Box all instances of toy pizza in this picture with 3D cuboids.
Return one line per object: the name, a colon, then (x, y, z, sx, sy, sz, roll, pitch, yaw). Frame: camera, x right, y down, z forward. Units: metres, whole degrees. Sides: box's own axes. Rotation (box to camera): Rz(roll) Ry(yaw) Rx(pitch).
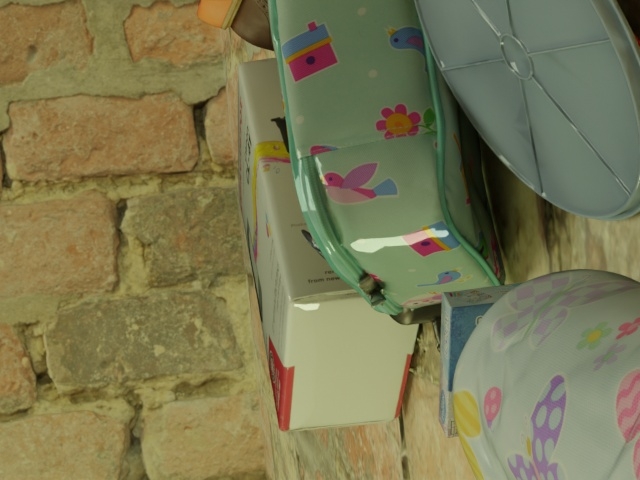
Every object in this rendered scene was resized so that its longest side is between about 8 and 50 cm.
toy pizza: (0.112, -0.101, 0.703, 0.201, 0.032, 0.201, 53, 164, 22)

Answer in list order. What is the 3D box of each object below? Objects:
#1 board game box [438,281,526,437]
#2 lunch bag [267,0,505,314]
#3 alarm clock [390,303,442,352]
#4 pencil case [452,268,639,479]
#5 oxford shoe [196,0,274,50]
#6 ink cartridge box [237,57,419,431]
board game box: (0.113, 0.066, 0.776, 0.020, 0.090, 0.090, -111, 16, -59)
lunch bag: (0.044, -0.089, 0.909, 0.224, 0.108, 0.279, 50, -149, -68)
alarm clock: (0.071, -0.009, 1.110, 0.192, 0.064, 0.129, -103, 10, -53)
pencil case: (0.136, 0.085, 0.525, 0.113, 0.124, 0.273, 42, 177, -12)
oxford shoe: (0.008, -0.293, 1.204, 0.130, 0.133, 0.363, -65, 8, -31)
ink cartridge box: (0.000, 0.000, 1.342, 0.226, 0.131, 0.306, 94, 165, -50)
